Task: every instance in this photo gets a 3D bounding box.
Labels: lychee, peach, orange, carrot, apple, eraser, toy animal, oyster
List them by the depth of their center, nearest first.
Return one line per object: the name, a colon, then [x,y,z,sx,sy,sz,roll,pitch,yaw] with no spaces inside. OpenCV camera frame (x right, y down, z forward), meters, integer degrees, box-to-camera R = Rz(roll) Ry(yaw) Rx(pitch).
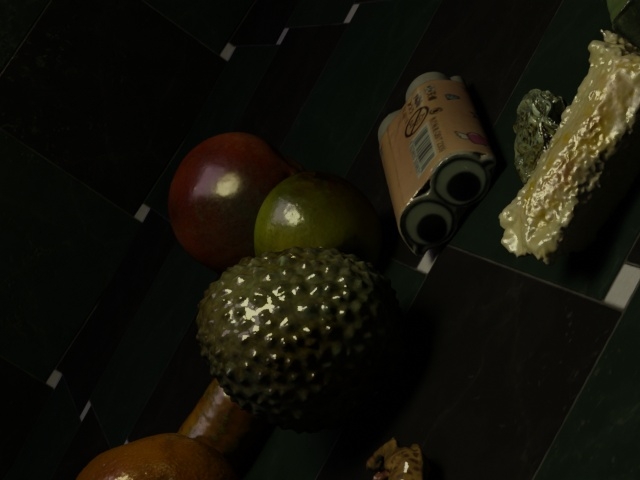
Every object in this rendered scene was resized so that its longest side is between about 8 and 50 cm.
toy animal: [0.086,0.300,1.489,0.149,0.054,0.275,-63,18,3]
oyster: [0.265,-0.116,1.633,0.177,0.064,0.125,-95,22,-45]
lychee: [-0.023,0.115,1.747,0.274,0.255,0.255,-41,26,38]
eraser: [0.152,-0.118,1.906,0.171,0.087,0.290,-51,20,20]
orange: [-0.223,0.385,1.910,0.264,0.264,0.264,-52,19,27]
apple: [0.000,0.000,1.988,0.157,0.196,0.196,40,101,46]
carrot: [-0.109,0.228,2.061,0.302,0.114,0.114,-56,18,7]
peach: [-0.123,-0.057,2.316,0.252,0.252,0.252,-52,19,27]

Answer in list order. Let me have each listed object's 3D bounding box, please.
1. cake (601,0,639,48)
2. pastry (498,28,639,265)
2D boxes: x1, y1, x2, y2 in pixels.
cake: [0.394,-0.299,1.402,0.172,0.158,0.284,-49,18,31]
pastry: [0.286,-0.087,1.456,0.258,0.089,0.121,-64,29,6]
